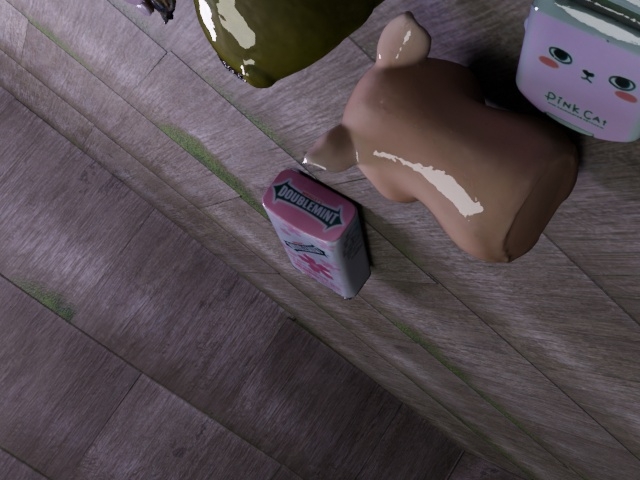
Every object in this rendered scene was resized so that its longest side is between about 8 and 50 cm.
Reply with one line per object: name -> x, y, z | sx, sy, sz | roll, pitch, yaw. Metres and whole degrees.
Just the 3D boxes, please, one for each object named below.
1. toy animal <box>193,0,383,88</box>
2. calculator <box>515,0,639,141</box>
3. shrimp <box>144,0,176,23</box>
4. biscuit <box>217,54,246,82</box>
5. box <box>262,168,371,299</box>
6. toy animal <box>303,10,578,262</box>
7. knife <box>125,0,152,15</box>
toy animal -> -0.072, -0.332, 0.711 | 0.181, 0.180, 0.362 | 12, 131, 42
calculator -> 0.249, -0.171, 0.689 | 0.141, 0.045, 0.246 | 31, 166, 15
shrimp -> -0.186, -0.363, 0.993 | 0.164, 0.062, 0.317 | 10, 168, -2
biscuit -> -0.128, -0.284, 1.220 | 0.087, 0.027, 0.089 | 44, 163, -27
box -> 0.000, 0.000, 1.671 | 0.190, 0.112, 0.369 | 31, 164, 20
toy animal -> 0.155, -0.104, 0.881 | 0.256, 0.195, 0.213 | 33, -170, 16
knife -> -0.279, -0.421, 1.107 | 0.132, 0.038, 0.399 | 36, 165, -11
